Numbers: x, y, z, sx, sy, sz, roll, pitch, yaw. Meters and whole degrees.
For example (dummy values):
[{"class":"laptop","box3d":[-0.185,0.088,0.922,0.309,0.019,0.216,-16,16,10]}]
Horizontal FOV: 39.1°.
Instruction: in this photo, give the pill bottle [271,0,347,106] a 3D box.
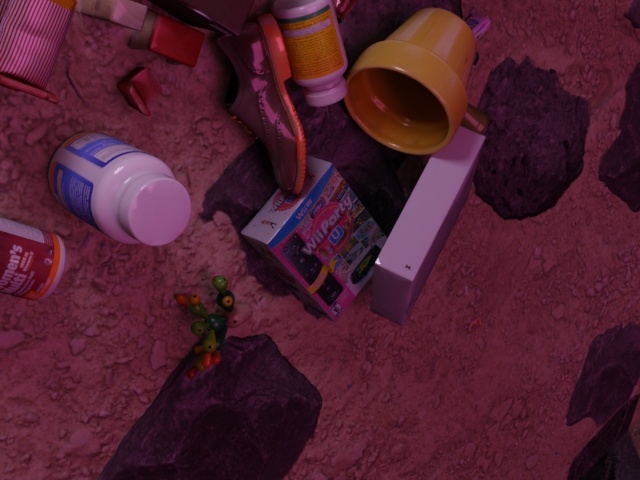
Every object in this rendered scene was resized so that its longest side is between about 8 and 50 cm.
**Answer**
[{"class":"pill bottle","box3d":[-0.013,-0.370,1.740,0.117,0.117,0.208,-35,127,-25]}]

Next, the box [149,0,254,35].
[{"class":"box","box3d":[-0.201,-0.481,1.520,0.168,0.167,0.203,24,91,-44]}]

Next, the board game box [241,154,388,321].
[{"class":"board game box","box3d":[0.000,0.000,1.941,0.224,0.097,0.303,-52,132,-13]}]

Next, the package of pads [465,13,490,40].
[{"class":"package of pads","box3d":[0.346,-0.482,2.071,0.083,0.050,0.032,-47,136,-17]}]

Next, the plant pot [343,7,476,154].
[{"class":"plant pot","box3d":[0.209,-0.349,1.893,0.239,0.254,0.254,-58,135,-28]}]

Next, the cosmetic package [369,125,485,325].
[{"class":"cosmetic package","box3d":[0.232,-0.031,1.989,0.377,0.097,0.284,-61,170,-22]}]

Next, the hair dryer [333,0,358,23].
[{"class":"hair dryer","box3d":[0.024,-0.570,1.751,0.223,0.080,0.294,-15,102,-33]}]

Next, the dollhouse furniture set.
[{"class":"dollhouse furniture set","box3d":[-0.360,-0.308,1.463,0.374,0.152,0.201,15,98,-43]}]

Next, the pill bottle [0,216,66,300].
[{"class":"pill bottle","box3d":[-0.539,0.018,1.465,0.221,0.121,0.121,21,93,-44]}]

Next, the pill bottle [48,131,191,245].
[{"class":"pill bottle","box3d":[-0.330,-0.081,1.499,0.152,0.272,0.152,-17,118,-35]}]

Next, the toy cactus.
[{"class":"toy cactus","box3d":[-0.212,0.164,1.841,0.180,0.112,0.219,-17,117,-57]}]

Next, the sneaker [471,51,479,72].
[{"class":"sneaker","box3d":[0.278,-0.350,2.069,0.224,0.083,0.098,-45,158,-20]}]

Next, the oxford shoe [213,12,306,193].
[{"class":"oxford shoe","box3d":[-0.116,-0.248,1.743,0.132,0.130,0.364,-18,117,-11]}]

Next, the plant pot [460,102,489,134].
[{"class":"plant pot","box3d":[0.343,-0.292,2.136,0.079,0.083,0.083,36,82,-30]}]
